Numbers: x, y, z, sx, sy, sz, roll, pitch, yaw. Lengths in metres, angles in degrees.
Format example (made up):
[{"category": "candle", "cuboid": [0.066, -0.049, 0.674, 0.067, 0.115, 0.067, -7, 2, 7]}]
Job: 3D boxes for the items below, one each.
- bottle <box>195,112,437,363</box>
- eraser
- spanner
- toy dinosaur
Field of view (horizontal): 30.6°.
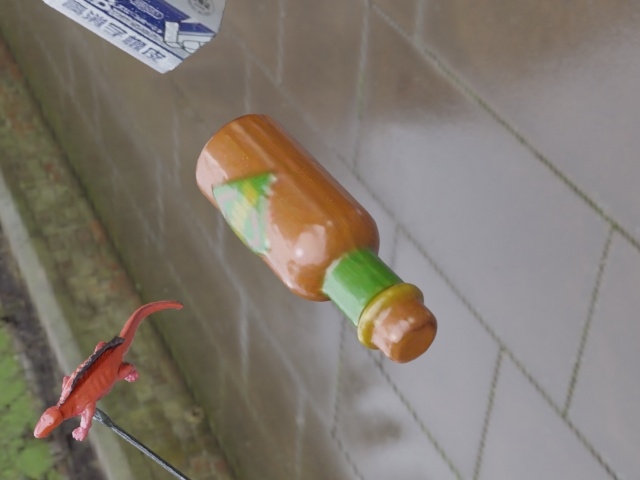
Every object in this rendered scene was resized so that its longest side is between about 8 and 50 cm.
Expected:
[{"category": "bottle", "cuboid": [0.000, 0.000, 0.689, 0.187, 0.069, 0.069, 45, 144, 34]}, {"category": "eraser", "cuboid": [-0.223, -0.277, 1.288, 0.124, 0.210, 0.067, -22, 47, 49]}, {"category": "spanner", "cuboid": [-0.251, 0.324, 1.757, 0.254, 0.015, 0.054, 37, 160, -3]}, {"category": "toy dinosaur", "cuboid": [-0.278, 0.148, 1.550, 0.070, 0.286, 0.139, 35, 151, 13]}]
